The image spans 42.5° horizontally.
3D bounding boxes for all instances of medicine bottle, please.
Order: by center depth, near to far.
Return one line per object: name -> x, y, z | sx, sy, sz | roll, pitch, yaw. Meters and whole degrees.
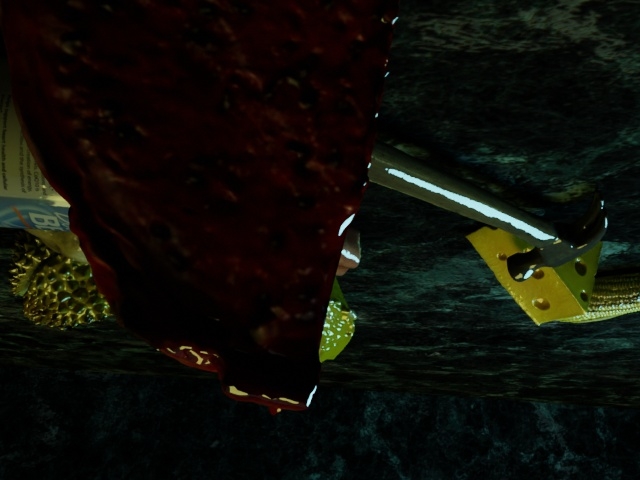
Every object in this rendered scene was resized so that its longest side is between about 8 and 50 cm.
medicine bottle -> -0.253, -0.087, 0.754 | 0.289, 0.156, 0.157 | 4, 163, -3

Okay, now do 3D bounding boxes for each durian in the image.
durian -> -0.304, 0.003, 1.112 | 0.194, 0.137, 0.237 | 6, -148, 36

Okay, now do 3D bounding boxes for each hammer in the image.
hammer -> 0.165, -0.041, 0.929 | 0.440, 0.044, 0.168 | 17, 141, -39

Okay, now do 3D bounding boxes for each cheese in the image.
cheese -> 0.295, 0.020, 1.158 | 0.171, 0.126, 0.093 | 33, 151, -19

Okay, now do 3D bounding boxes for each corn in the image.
corn -> 0.465, 0.091, 1.349 | 0.203, 0.072, 0.072 | -16, 155, 43

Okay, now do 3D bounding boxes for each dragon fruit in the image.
dragon fruit -> -0.098, -0.041, 0.618 | 0.286, 0.329, 0.228 | 6, 169, -12

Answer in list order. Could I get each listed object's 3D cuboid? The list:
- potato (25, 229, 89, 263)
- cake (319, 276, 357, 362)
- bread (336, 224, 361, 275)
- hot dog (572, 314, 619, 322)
potato -> -0.264, -0.045, 0.941 | 0.155, 0.137, 0.200 | 28, 168, 17
cake -> -0.068, 0.097, 1.226 | 0.261, 0.156, 0.179 | 23, 125, -37
bread -> 0.000, -0.001, 1.134 | 0.119, 0.067, 0.192 | 0, 163, 39
hot dog -> 0.514, 0.132, 1.534 | 0.044, 0.028, 0.137 | 38, 149, -16
